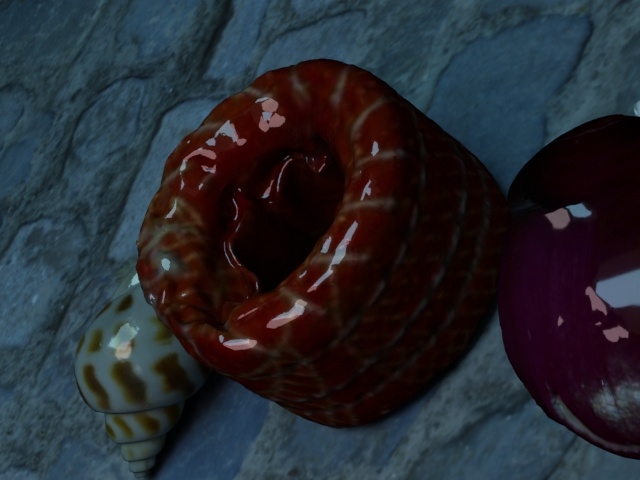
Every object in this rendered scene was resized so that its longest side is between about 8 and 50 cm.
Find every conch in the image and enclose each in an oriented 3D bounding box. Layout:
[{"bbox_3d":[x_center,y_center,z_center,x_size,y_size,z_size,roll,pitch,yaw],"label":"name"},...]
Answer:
[{"bbox_3d":[-0.195,0.128,1.691,0.148,0.183,0.275,27,92,5],"label":"conch"}]

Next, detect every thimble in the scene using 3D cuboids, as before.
[{"bbox_3d":[0.000,0.000,1.531,0.350,0.230,0.350,-22,52,31],"label":"thimble"}]

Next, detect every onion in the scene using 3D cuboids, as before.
[{"bbox_3d":[0.341,0.091,1.134,0.398,0.398,0.420,4,113,43],"label":"onion"}]

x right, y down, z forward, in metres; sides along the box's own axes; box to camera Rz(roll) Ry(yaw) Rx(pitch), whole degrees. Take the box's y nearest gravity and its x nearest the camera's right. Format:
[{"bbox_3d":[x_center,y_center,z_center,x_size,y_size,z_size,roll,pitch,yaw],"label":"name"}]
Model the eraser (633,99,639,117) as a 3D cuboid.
[{"bbox_3d":[0.431,-0.114,1.316,0.287,0.086,0.130,-22,54,31],"label":"eraser"}]
